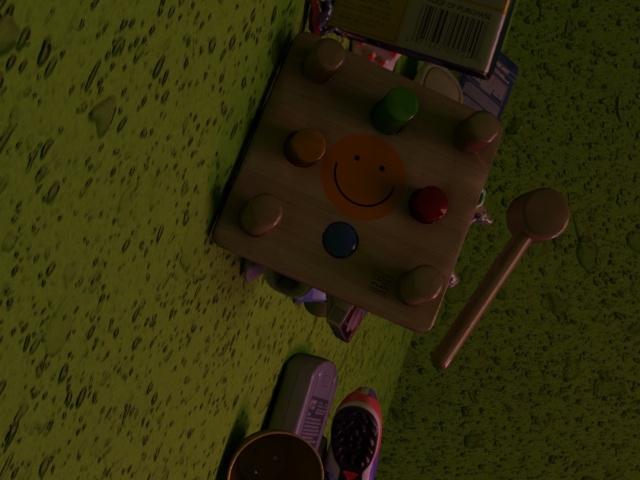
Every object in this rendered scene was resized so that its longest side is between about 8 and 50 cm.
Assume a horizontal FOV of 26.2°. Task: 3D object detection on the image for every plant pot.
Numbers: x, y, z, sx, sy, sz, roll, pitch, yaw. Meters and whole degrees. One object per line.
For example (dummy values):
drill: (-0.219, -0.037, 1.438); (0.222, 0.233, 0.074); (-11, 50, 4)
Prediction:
plant pot: (-0.072, 0.317, 1.903); (0.095, 0.134, 0.134); (-153, -100, -73)
plant pot: (0.007, 0.074, 2.014); (0.079, 0.083, 0.083); (116, -2, -60)

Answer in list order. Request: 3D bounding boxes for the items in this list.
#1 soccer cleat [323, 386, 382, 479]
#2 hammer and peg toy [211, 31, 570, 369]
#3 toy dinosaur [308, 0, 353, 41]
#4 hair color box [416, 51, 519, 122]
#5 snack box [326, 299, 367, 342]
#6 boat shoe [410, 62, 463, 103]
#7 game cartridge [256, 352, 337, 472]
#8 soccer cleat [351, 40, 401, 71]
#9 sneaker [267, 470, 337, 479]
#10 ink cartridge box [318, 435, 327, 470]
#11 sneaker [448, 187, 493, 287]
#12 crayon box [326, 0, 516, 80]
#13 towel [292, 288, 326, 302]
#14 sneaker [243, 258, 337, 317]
soccer cleat: (0.052, 0.411, 2.433); (0.116, 0.109, 0.318); (-58, 159, -67)
hammer and peg toy: (0.090, -0.036, 1.462); (0.266, 0.361, 0.127); (-68, -170, -16)
toy dinosaur: (-0.007, -0.243, 1.514); (0.090, 0.047, 0.082); (5, 117, -46)
hair color box: (0.194, -0.163, 2.271); (0.174, 0.105, 0.347); (-28, -150, 51)
snack box: (0.035, 0.079, 1.591); (0.064, 0.022, 0.178); (-60, 172, -7)
boat shoe: (0.110, -0.137, 2.072); (0.113, 0.127, 0.340); (-32, -155, 43)
game cartridge: (-0.032, 0.280, 2.193); (0.297, 0.062, 0.198); (50, 52, -78)
soccer cleat: (0.071, -0.241, 1.820); (0.076, 0.068, 0.196); (-68, 178, -47)
sneaker: (-0.055, 0.374, 2.004); (0.081, 0.090, 0.232); (-34, 177, 31)
ink cartridge box: (-0.066, 0.507, 2.415); (0.186, 0.065, 0.311); (92, 21, -57)
sneaker: (0.242, -0.094, 2.531); (0.410, 0.182, 0.158); (-68, -157, 6)
crayon box: (0.153, -0.370, 1.619); (0.081, 0.202, 0.318); (-4, 112, -80)
towel: (0.076, -0.041, 1.900); (0.034, 0.209, 0.285); (48, -47, 49)
sneaker: (0.000, 0.000, 1.678); (0.210, 0.137, 0.366); (-61, 169, -22)
